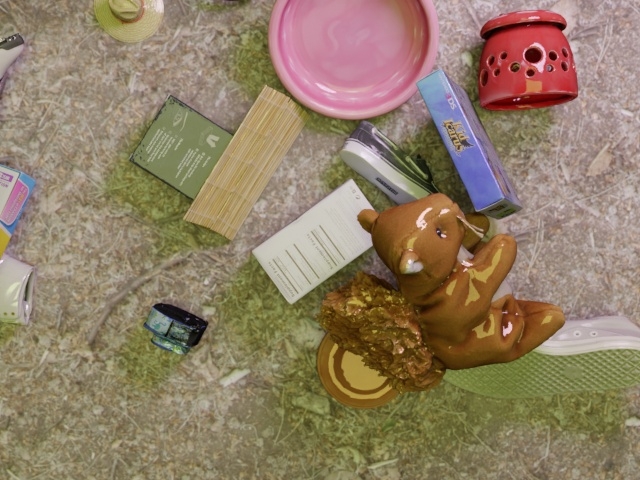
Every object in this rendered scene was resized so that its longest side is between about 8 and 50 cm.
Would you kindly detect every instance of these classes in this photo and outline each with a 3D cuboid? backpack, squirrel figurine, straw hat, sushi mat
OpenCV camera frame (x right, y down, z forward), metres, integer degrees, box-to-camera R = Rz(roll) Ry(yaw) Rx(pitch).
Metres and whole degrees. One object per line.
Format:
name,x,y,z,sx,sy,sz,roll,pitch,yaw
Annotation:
backpack,-0.302,0.181,1.753,0.114,0.105,0.084,27,91,2
squirrel figurine,0.186,0.100,1.606,0.397,0.281,0.370,-40,136,9
straw hat,-0.393,-0.473,1.732,0.145,0.061,0.144,0,93,-2
sushi mat,-0.146,-0.153,1.732,0.019,0.151,0.316,34,93,42

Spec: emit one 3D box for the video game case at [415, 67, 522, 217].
video game case,0.290,-0.176,1.647,0.061,0.244,0.269,-27,78,17

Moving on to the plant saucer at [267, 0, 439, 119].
plant saucer,0.064,-0.404,1.687,0.333,0.084,0.332,1,121,1

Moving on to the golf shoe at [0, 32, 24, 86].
golf shoe,-0.681,-0.304,1.728,0.273,0.105,0.120,-40,109,7

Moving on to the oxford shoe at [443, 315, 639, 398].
oxford shoe,0.451,0.230,1.773,0.450,0.130,0.169,-4,123,12

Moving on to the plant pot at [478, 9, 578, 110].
plant pot,0.407,-0.356,1.697,0.191,0.191,0.174,-3,91,-1

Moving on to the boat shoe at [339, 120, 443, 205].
boat shoe,0.182,-0.130,1.750,0.301,0.108,0.102,36,74,-7

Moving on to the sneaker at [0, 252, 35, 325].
sneaker,-0.687,0.162,1.740,0.169,0.108,0.292,24,91,0

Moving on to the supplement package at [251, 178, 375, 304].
supplement package,0.000,0.000,1.733,0.244,0.139,0.133,-36,93,2

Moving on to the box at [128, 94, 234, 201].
box,-0.274,-0.185,1.736,0.158,0.093,0.156,33,93,-2

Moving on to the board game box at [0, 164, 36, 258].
board game box,-0.738,-0.020,1.690,0.242,0.064,0.316,20,81,12

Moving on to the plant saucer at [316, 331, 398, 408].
plant saucer,0.092,0.255,1.790,0.200,0.037,0.199,0,93,-3
